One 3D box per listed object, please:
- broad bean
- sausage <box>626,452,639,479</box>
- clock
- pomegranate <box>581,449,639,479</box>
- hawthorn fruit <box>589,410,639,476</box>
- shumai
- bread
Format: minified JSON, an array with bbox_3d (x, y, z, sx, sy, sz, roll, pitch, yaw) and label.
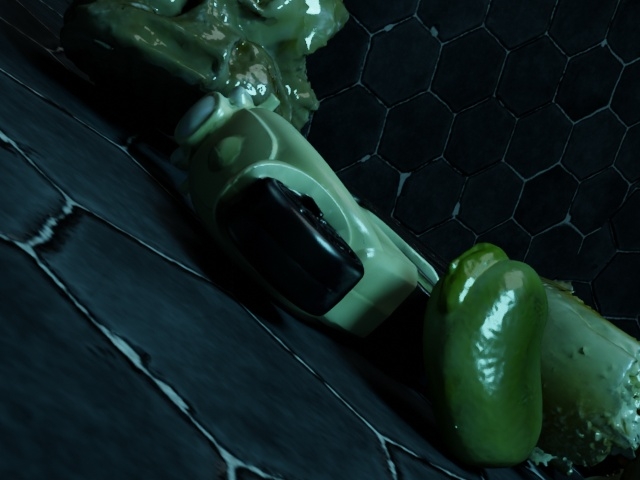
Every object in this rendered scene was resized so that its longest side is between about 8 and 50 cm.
[{"bbox_3d":[0.134,0.090,0.832,0.082,0.174,0.124,-17,-27,42],"label":"broad bean"},{"bbox_3d":[0.405,0.314,1.029,0.253,0.123,0.123,38,6,-9],"label":"sausage"},{"bbox_3d":[0.000,0.000,0.933,0.276,0.120,0.379,49,5,35],"label":"clock"},{"bbox_3d":[0.364,0.278,1.153,0.161,0.122,0.122,1,-27,48],"label":"pomegranate"},{"bbox_3d":[0.460,0.255,1.301,0.253,0.205,0.205,10,17,-19],"label":"hawthorn fruit"},{"bbox_3d":[-0.101,-0.238,1.092,0.267,0.262,0.314,23,-12,12],"label":"shumai"},{"bbox_3d":[0.229,0.130,1.063,0.192,0.171,0.314,39,5,10],"label":"bread"}]
